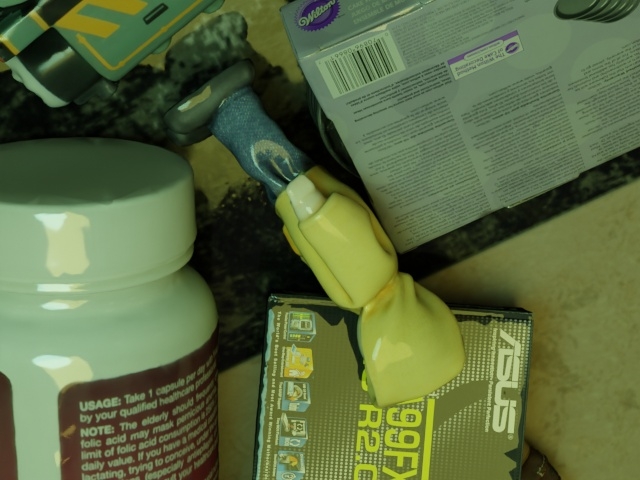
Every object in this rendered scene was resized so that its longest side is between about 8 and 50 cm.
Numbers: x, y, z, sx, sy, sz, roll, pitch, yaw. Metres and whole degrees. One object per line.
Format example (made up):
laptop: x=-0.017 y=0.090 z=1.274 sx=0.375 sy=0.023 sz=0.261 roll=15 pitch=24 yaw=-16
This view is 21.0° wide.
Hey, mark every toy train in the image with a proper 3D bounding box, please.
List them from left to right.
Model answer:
toy train: x=-0.125 y=-0.237 z=1.243 sx=0.334 sy=0.142 sz=0.190 roll=-38 pitch=119 yaw=10

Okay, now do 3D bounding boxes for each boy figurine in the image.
boy figurine: x=0.000 y=0.000 z=1.310 sx=0.092 sy=0.177 sz=0.285 roll=-36 pitch=88 yaw=-7

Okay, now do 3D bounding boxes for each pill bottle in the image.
pill bottle: x=-0.188 y=0.132 z=1.321 sx=0.224 sy=0.224 sz=0.392 roll=-1 pitch=109 yaw=-5

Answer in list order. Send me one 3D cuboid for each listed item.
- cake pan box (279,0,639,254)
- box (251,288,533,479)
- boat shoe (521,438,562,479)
cake pan box: x=0.124 y=-0.123 z=1.282 sx=0.267 sy=0.070 sz=0.246 roll=-25 pitch=138 yaw=6
box: x=0.053 y=0.181 z=1.403 sx=0.216 sy=0.060 sz=0.270 roll=5 pitch=93 yaw=-2
boat shoe: x=0.118 y=0.256 z=1.476 sx=0.207 sy=0.073 sz=0.073 roll=-40 pitch=106 yaw=10
